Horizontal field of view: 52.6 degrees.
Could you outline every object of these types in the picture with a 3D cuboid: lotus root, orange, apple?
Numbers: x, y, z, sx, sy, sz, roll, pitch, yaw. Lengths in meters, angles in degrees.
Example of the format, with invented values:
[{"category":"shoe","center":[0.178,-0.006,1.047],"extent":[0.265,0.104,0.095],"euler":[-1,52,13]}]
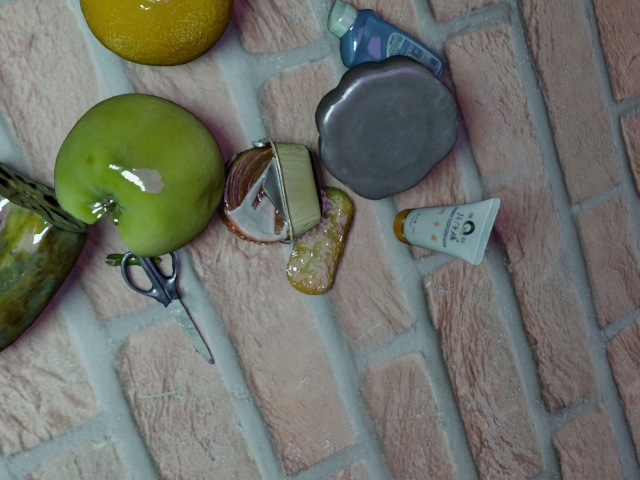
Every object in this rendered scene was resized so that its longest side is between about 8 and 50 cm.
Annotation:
[{"category":"lotus root","center":[-0.575,0.052,1.093],"extent":[0.250,0.250,0.346],"euler":[37,87,-20]},{"category":"orange","center":[-0.294,-0.446,1.170],"extent":[0.274,0.274,0.274],"euler":[-1,94,-23]},{"category":"apple","center":[-0.308,-0.127,1.168],"extent":[0.295,0.258,0.233],"euler":[44,119,-14]}]

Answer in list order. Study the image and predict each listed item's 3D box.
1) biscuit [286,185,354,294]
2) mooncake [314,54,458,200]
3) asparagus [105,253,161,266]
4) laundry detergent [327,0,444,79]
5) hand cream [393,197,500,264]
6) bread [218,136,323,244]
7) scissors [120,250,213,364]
[{"category":"biscuit","center":[0.000,0.000,1.443],"extent":[0.118,0.029,0.247],"euler":[19,86,-16]},{"category":"mooncake","center":[0.134,-0.243,1.377],"extent":[0.306,0.154,0.306],"euler":[-3,114,-7]},{"category":"asparagus","center":[-0.373,0.040,1.293],"extent":[0.108,0.021,0.025],"euler":[2,100,-24]},{"category":"laundry detergent","center":[0.132,-0.420,1.445],"extent":[0.289,0.094,0.143],"euler":[32,91,-18]},{"category":"hand cream","center":[0.270,-0.018,1.401],"extent":[0.089,0.314,0.140],"euler":[22,82,-25]},{"category":"bread","center":[-0.108,-0.096,1.331],"extent":[0.211,0.142,0.224],"euler":[-15,99,-24]},{"category":"scissors","center":[-0.295,0.136,1.321],"extent":[0.109,0.022,0.300],"euler":[-33,111,-13]}]
